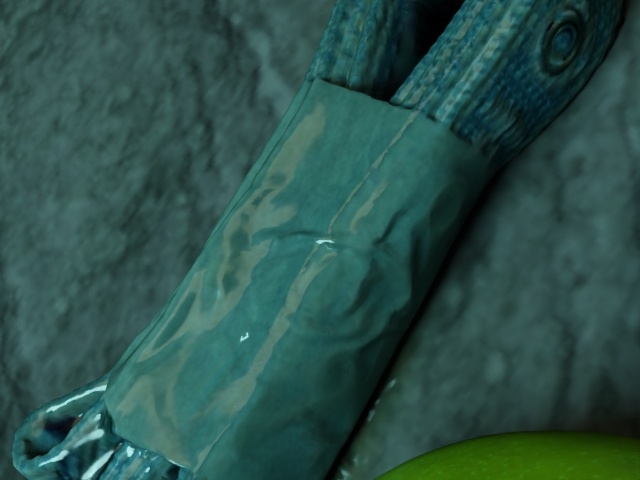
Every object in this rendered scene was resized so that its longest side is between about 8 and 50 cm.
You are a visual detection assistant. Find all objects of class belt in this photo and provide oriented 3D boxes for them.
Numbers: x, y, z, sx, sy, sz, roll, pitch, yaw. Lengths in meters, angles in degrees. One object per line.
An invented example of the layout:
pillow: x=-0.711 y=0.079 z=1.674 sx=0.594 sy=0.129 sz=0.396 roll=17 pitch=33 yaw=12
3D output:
belt: x=0.000 y=0.000 z=0.559 sx=0.087 sy=0.072 sz=0.302 roll=29 pitch=83 yaw=37

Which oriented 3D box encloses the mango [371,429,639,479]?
mango: x=0.056 y=0.101 z=0.463 sx=0.165 sy=0.074 sz=0.091 roll=-9 pitch=63 yaw=31
